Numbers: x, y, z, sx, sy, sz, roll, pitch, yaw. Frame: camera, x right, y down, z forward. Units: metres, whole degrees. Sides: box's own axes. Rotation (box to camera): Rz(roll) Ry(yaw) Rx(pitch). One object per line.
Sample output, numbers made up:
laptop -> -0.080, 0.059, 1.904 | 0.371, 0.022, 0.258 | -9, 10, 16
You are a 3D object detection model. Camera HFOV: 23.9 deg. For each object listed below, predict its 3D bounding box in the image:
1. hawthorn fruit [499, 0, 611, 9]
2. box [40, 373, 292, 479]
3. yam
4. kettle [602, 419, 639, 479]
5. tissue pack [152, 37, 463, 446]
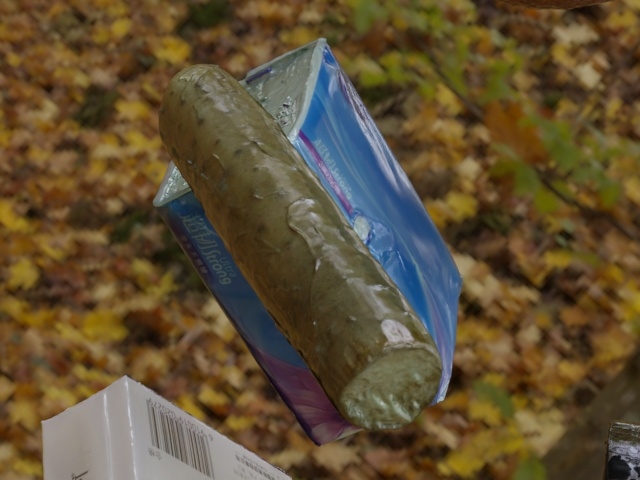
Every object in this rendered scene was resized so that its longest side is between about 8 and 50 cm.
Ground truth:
hawthorn fruit -> 0.215, -0.324, 1.254 | 0.284, 0.284, 0.284 | 40, 6, -5
box -> -0.121, 0.264, 1.325 | 0.260, 0.111, 0.194 | 43, 27, -44
yam -> -0.027, -0.014, 0.957 | 0.083, 0.083, 0.371 | 36, 9, -36
kettle -> 0.406, 0.266, 1.425 | 0.290, 0.207, 0.268 | 4, 39, 12
tissue pack -> 0.000, 0.000, 1.238 | 0.263, 0.146, 0.198 | 57, 24, -25
